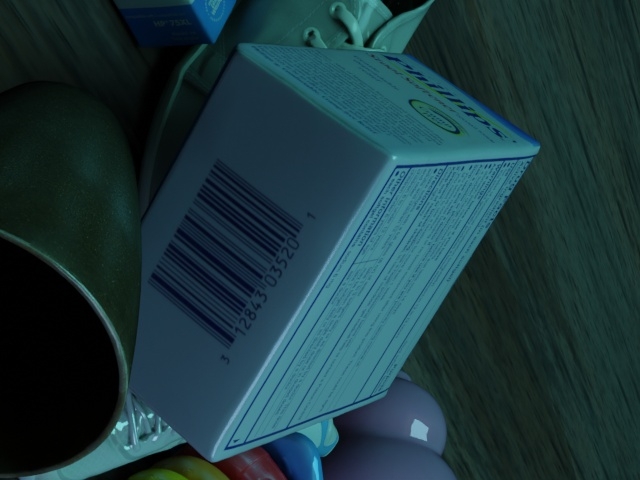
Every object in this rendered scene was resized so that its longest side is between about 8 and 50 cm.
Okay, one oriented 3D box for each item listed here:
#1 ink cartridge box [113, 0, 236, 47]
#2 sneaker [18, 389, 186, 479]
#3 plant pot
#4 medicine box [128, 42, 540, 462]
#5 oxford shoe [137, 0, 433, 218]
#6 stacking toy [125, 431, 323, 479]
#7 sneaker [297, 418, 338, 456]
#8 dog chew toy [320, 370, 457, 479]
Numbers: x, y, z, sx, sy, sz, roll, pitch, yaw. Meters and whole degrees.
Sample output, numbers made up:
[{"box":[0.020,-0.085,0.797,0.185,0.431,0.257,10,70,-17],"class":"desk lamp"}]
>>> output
[{"box":[-0.138,-0.284,1.182,0.231,0.078,0.134,61,40,-44],"class":"ink cartridge box"},{"box":[-0.134,0.123,1.185,0.292,0.118,0.110,-23,115,-59],"class":"sneaker"},{"box":[-0.204,0.000,0.974,0.230,0.215,0.215,-76,154,-52],"class":"plant pot"},{"box":[0.000,0.000,1.127,0.263,0.149,0.289,-59,159,19],"class":"medicine box"},{"box":[-0.014,-0.147,1.262,0.169,0.130,0.449,36,81,-32],"class":"oxford shoe"},{"box":[-0.142,0.253,1.169,0.302,0.175,0.165,-10,101,-51],"class":"stacking toy"},{"box":[-0.030,0.093,1.363,0.092,0.087,0.228,21,58,-37],"class":"sneaker"},{"box":[0.056,0.289,1.488,0.206,0.207,0.331,49,42,-53],"class":"dog chew toy"}]
